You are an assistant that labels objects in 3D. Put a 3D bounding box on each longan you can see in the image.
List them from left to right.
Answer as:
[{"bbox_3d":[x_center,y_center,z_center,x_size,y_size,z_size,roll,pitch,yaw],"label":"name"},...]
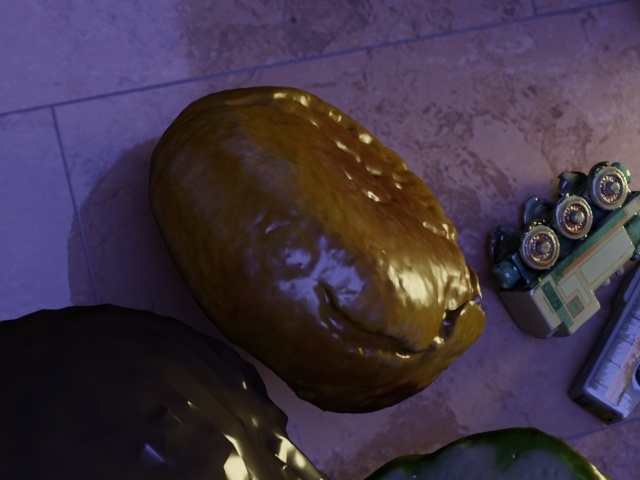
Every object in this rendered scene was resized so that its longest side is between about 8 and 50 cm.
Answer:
[{"bbox_3d":[-0.174,0.241,1.382,0.391,0.391,0.391,3,82,-19],"label":"longan"}]

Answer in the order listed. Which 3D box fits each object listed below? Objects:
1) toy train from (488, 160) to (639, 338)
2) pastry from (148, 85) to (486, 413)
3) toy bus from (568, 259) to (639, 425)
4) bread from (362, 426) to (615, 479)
[{"bbox_3d":[0.258,0.006,1.733,0.194,0.081,0.125,-38,107,-22],"label":"toy train"},{"bbox_3d":[0.000,0.000,1.520,0.356,0.356,0.164,45,113,-9],"label":"pastry"},{"bbox_3d":[0.327,0.097,1.753,0.075,0.064,0.190,30,74,-1],"label":"toy bus"},{"bbox_3d":[0.152,0.361,1.506,0.366,0.129,0.382,-49,57,-3],"label":"bread"}]
